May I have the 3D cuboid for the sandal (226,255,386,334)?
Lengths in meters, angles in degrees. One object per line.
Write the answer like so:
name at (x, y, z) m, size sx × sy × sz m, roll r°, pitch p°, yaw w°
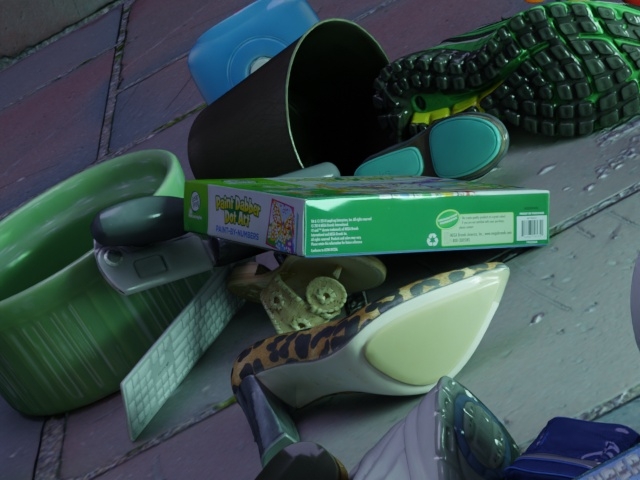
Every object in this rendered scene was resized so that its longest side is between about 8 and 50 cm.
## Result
sandal at (-0.021, 0.062, 1.732) m, size 0.240 × 0.088 × 0.079 m, roll -10°, pitch 59°, yaw 59°

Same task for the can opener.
can opener at (-0.090, -0.016, 1.791) m, size 0.280 × 0.074 × 0.093 m, roll -15°, pitch -19°, yaw -29°

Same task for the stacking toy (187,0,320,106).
stacking toy at (-0.039, -0.233, 2.363) m, size 0.175 × 0.166 × 0.302 m, roll -29°, pitch 5°, yaw 16°

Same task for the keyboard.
keyboard at (-0.124, 0.089, 1.788) m, size 0.014 × 0.072 × 0.256 m, roll 18°, pitch 42°, yaw 19°

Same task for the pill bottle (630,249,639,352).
pill bottle at (0.346, 0.033, 1.091) m, size 0.318 × 0.176 × 0.176 m, roll -6°, pitch 32°, yaw 49°

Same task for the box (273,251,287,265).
box at (0.000, 0.000, 1.894) m, size 0.083 × 0.018 × 0.067 m, roll -4°, pitch 32°, yaw 51°

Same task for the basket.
basket at (-0.036, -0.118, 2.023) m, size 0.154 × 0.204 × 0.227 m, roll 3°, pitch -10°, yaw -35°

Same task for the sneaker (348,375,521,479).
sneaker at (0.058, 0.213, 1.220) m, size 0.129 × 0.111 × 0.297 m, roll -39°, pitch 11°, yaw 25°

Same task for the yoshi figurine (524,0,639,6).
yoshi figurine at (0.313, -0.336, 1.795) m, size 0.362 × 0.203 × 0.203 m, roll 10°, pitch 72°, yaw 9°

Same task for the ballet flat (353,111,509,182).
ballet flat at (0.123, -0.082, 1.850) m, size 0.203 × 0.074 × 0.074 m, roll -19°, pitch 22°, yaw 42°

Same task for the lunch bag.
lunch bag at (0.172, 0.161, 1.193) m, size 0.065 × 0.067 × 0.098 m, roll -43°, pitch 24°, yaw -29°

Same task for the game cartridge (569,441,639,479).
game cartridge at (0.223, 0.189, 0.897) m, size 0.355 × 0.068 × 0.230 m, roll -29°, pitch 61°, yaw 5°

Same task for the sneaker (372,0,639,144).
sneaker at (0.217, -0.185, 1.866) m, size 0.343 × 0.134 × 0.146 m, roll -5°, pitch 23°, yaw 42°

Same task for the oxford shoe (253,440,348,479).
oxford shoe at (-0.057, 0.239, 1.357) m, size 0.212 × 0.076 × 0.076 m, roll -41°, pitch -25°, yaw 3°

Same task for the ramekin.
ramekin at (-0.246, 0.048, 1.937) m, size 0.303 × 0.148 × 0.303 m, roll -27°, pitch 20°, yaw 11°

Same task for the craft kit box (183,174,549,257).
craft kit box at (0.038, -0.026, 1.673) m, size 0.250 × 0.061 × 0.246 m, roll -2°, pitch 4°, yaw -29°

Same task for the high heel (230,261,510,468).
high heel at (0.034, 0.072, 1.555) m, size 0.261 × 0.093 × 0.186 m, roll -38°, pitch 25°, yaw 6°
